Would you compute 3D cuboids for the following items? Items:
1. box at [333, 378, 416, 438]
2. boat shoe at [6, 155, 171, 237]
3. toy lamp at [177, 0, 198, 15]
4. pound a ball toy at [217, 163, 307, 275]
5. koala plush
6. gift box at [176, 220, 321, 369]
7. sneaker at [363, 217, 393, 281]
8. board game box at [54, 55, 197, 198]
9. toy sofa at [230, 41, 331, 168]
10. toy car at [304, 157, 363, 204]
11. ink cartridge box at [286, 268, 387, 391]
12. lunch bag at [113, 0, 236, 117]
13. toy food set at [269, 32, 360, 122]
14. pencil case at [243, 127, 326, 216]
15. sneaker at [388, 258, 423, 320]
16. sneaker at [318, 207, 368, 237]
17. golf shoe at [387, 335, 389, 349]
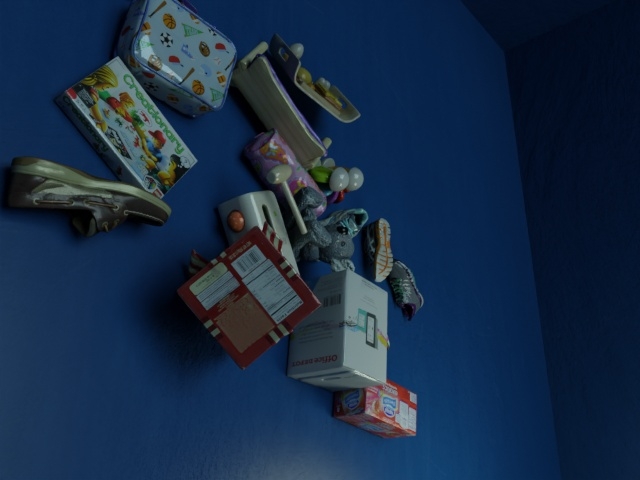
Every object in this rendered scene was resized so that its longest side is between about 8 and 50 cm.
[{"bbox_3d":[0.162,0.479,1.870,0.257,0.122,0.128,34,50,-39],"label":"box"},{"bbox_3d":[-0.467,-0.065,1.316,0.342,0.123,0.123,20,73,-47],"label":"boat shoe"},{"bbox_3d":[-0.431,-0.619,1.627,0.274,0.080,0.080,11,67,-49],"label":"toy lamp"},{"bbox_3d":[-0.142,-0.011,1.622,0.135,0.208,0.319,-15,88,-54],"label":"pound a ball toy"},{"bbox_3d":[0.000,0.000,1.780,0.221,0.203,0.196,21,39,-30],"label":"koala plush"},{"bbox_3d":[-0.164,0.098,1.439,0.276,0.255,0.258,56,-7,-2],"label":"gift box"},{"bbox_3d":[0.185,0.036,2.135,0.084,0.083,0.215,25,61,-45],"label":"sneaker"},{"bbox_3d":[-0.435,-0.247,1.476,0.305,0.053,0.193,54,39,-22],"label":"board game box"},{"bbox_3d":[-0.108,-0.383,1.857,0.363,0.177,0.150,54,40,-20],"label":"toy sofa"},{"bbox_3d":[0.030,-0.177,1.995,0.182,0.159,0.136,-9,118,-54],"label":"toy car"},{"bbox_3d":[0.050,0.254,1.763,0.197,0.198,0.270,31,53,-42],"label":"ink cartridge box"},{"bbox_3d":[-0.350,-0.464,1.608,0.303,0.115,0.243,29,62,-43],"label":"lunch bag"},{"bbox_3d":[-0.014,-0.509,2.014,0.306,0.092,0.220,29,20,-43],"label":"toy food set"},{"bbox_3d":[-0.095,-0.179,1.836,0.284,0.124,0.124,51,41,-25],"label":"pencil case"},{"bbox_3d":[0.280,0.168,2.199,0.224,0.083,0.098,56,44,-21],"label":"sneaker"},{"bbox_3d":[0.050,-0.035,1.952,0.110,0.122,0.283,62,37,-12],"label":"sneaker"},{"bbox_3d":[0.171,0.264,2.023,0.186,0.067,0.086,60,36,-14],"label":"golf shoe"}]
